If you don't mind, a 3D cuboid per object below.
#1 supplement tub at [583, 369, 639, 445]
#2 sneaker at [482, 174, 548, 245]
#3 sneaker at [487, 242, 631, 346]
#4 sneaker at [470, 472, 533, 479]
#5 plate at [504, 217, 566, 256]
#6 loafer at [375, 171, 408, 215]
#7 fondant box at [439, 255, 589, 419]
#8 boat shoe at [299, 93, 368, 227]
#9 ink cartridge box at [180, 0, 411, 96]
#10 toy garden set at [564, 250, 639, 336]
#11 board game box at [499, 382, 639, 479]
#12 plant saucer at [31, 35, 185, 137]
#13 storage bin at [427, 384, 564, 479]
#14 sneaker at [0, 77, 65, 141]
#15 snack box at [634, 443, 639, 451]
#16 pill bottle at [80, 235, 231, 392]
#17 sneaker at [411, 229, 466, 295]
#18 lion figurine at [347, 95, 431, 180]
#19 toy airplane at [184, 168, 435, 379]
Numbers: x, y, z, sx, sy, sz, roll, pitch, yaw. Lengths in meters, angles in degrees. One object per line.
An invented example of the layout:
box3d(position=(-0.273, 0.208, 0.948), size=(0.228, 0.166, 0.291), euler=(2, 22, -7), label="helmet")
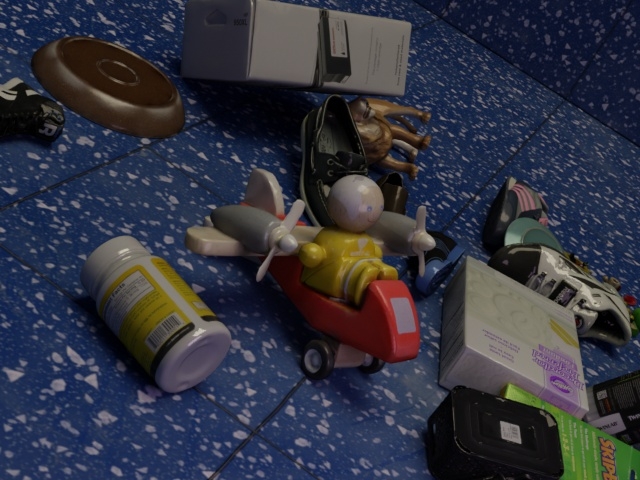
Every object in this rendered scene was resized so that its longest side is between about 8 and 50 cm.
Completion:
box3d(position=(0.546, 0.278, 1.905), size=(0.117, 0.190, 0.117), euler=(49, 27, -37), label="supplement tub")
box3d(position=(0.444, -0.054, 2.495), size=(0.131, 0.112, 0.319), euler=(29, 27, 4), label="sneaker")
box3d(position=(0.487, 0.112, 2.235), size=(0.331, 0.122, 0.146), euler=(23, 25, -15), label="sneaker")
box3d(position=(0.213, 0.352, 1.555), size=(0.235, 0.097, 0.084), euler=(6, 35, -40), label="sneaker")
box3d(position=(0.460, 0.035, 2.357), size=(0.188, 0.024, 0.188), euler=(18, 57, -31), label="plate")
box3d(position=(0.134, -0.076, 2.246), size=(0.080, 0.078, 0.220), euler=(23, 27, -15), label="loafer")
box3d(position=(0.336, 0.186, 1.980), size=(0.238, 0.096, 0.330), euler=(28, 27, -6), label="fondant box")
box3d(position=(0.038, -0.144, 2.151), size=(0.127, 0.113, 0.340), euler=(16, 46, -21), label="boat shoe")
box3d(position=(-0.055, -0.398, 2.352), size=(0.395, 0.166, 0.285), euler=(1, 7, -35), label="ink cartridge box")
box3d(position=(0.629, 0.116, 2.459), size=(0.244, 0.049, 0.204), euler=(23, 27, -16), label="toy garden set")
box3d(position=(0.393, 0.338, 1.792), size=(0.259, 0.039, 0.124), euler=(26, 51, -4), label="board game box")
box3d(position=(-0.391, -0.302, 2.133), size=(0.311, 0.050, 0.310), euler=(23, 28, -13), label="plant saucer")
box3d(position=(0.257, 0.302, 1.663), size=(0.180, 0.084, 0.122), euler=(17, 42, -14), label="storage bin")
box3d(position=(-0.479, -0.195, 1.813), size=(0.121, 0.079, 0.217), euler=(27, 25, -4), label="sneaker")
box3d(position=(0.593, 0.334, 1.981), size=(0.037, 0.100, 0.141), euler=(26, 26, -13), label="snack box")
box3d(position=(-0.227, 0.095, 1.523), size=(0.208, 0.119, 0.119), euler=(45, 29, 26), label="pill bottle")
box3d(position=(0.203, 0.037, 2.129), size=(0.090, 0.081, 0.232), euler=(33, 19, 11), label="sneaker")
box3d(position=(0.118, -0.250, 2.510), size=(0.240, 0.142, 0.392), euler=(22, 12, -2), label="lion figurine")
box3d(position=(0.000, 0.000, 1.753), size=(0.384, 0.272, 0.386), euler=(27, 27, -6), label="toy airplane")
